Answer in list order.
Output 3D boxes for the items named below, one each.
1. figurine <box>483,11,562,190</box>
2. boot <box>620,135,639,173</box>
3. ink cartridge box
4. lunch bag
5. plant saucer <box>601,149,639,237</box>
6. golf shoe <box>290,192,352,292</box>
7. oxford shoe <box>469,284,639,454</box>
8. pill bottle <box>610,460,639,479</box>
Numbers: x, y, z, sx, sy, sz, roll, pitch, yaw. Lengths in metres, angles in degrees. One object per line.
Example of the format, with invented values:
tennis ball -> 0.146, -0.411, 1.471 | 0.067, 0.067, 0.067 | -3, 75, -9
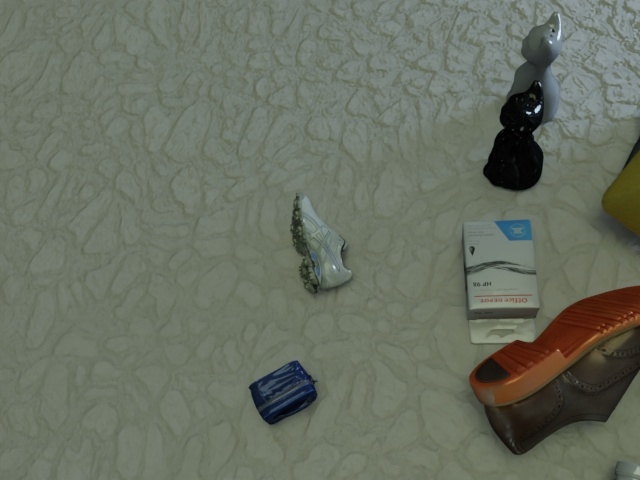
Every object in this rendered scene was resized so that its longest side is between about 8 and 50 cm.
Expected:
figurine -> 0.329, -0.219, 1.049 | 0.092, 0.209, 0.215 | 15, 70, 15
boot -> 0.572, -0.127, 1.043 | 0.189, 0.076, 0.208 | 10, 62, 27
ink cartridge box -> 0.274, 0.062, 1.019 | 0.104, 0.060, 0.180 | -3, 66, 8
lunch bag -> -0.050, 0.229, 1.000 | 0.098, 0.067, 0.065 | -28, 66, -4
plant saucer -> 0.643, -0.081, 0.957 | 0.332, 0.081, 0.333 | 40, 84, 10
golf shoe -> 0.000, 0.000, 1.104 | 0.086, 0.069, 0.176 | -7, 67, -15
oxford shoe -> 0.386, 0.170, 0.943 | 0.363, 0.130, 0.133 | -25, 98, -9
pill bottle -> 0.400, 0.352, 0.870 | 0.065, 0.065, 0.116 | 17, 70, 16
